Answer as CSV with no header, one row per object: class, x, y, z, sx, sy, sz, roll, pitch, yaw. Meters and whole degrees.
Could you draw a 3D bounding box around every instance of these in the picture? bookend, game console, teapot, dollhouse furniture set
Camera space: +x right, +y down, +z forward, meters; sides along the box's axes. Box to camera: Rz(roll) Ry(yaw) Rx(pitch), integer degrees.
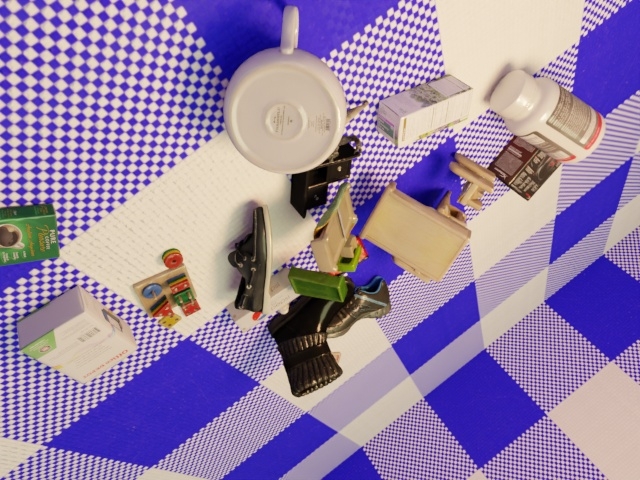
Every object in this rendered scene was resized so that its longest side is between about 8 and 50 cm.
bookend,0.009,-0.155,1.199,0.156,0.072,0.157,-19,139,-26
game console,0.074,0.062,1.527,0.144,0.085,0.124,-31,111,-12
teapot,-0.067,-0.273,0.933,0.256,0.187,0.252,-35,117,23
dollhouse furniture set,0.312,-0.074,1.428,0.362,0.256,0.394,-62,172,28
dollhouse furniture set,0.000,0.000,1.261,0.302,0.151,0.198,73,33,-52

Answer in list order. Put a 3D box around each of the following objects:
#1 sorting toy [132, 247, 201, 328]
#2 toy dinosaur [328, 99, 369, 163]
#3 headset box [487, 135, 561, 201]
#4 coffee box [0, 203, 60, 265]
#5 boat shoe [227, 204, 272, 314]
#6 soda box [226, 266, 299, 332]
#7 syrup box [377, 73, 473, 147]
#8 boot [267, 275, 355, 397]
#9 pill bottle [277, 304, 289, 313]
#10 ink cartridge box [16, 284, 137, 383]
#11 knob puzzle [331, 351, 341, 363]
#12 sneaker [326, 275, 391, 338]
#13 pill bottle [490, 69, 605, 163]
sorting toy,-0.383,0.145,1.195,0.132,0.046,0.275,-25,141,-19
toy dinosaur,0.029,-0.240,1.092,0.268,0.118,0.064,-30,152,-11
headset box,0.758,-0.307,1.650,0.218,0.110,0.293,17,116,-48
coffee box,-0.589,-0.005,0.869,0.184,0.040,0.113,-11,135,-32
boat shoe,-0.183,0.058,1.222,0.113,0.127,0.340,1,132,-8
soda box,-0.163,0.175,1.394,0.216,0.069,0.074,-34,142,-9
syrup box,0.270,-0.336,1.218,0.236,0.093,0.096,-26,141,-18
boot,0.010,0.302,1.479,0.348,0.260,0.131,-40,145,15
pill bottle,-0.123,0.196,1.470,0.043,0.043,0.083,-30,142,-13
ink cartridge box,-0.555,0.224,1.091,0.154,0.093,0.212,-33,141,-8
knob puzzle,0.011,0.530,1.939,0.213,0.030,0.213,-23,140,-21
sneaker,0.097,0.231,1.660,0.340,0.125,0.140,-21,118,-27
pill bottle,0.663,-0.367,1.389,0.318,0.176,0.176,22,115,-22
